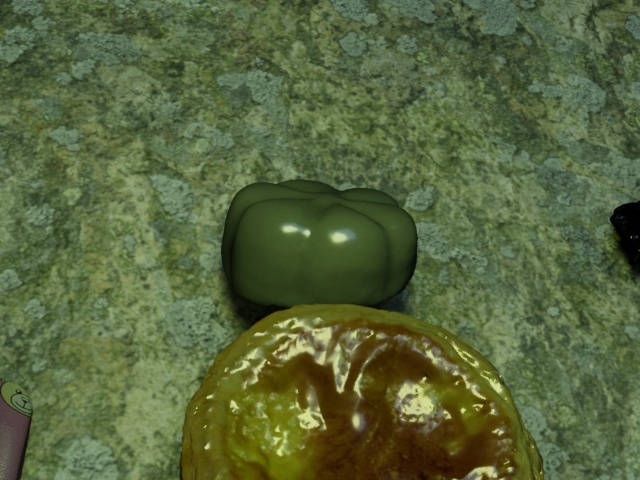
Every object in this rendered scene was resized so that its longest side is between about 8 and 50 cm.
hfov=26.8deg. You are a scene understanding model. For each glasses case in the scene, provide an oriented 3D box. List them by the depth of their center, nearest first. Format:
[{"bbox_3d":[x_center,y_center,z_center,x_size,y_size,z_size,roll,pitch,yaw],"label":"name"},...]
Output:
[{"bbox_3d":[-0.416,0.296,1.558,0.123,0.076,0.316,9,50,-5],"label":"glasses case"}]

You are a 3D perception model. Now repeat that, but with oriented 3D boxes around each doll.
[{"bbox_3d":[0.512,-0.026,2.005,0.127,0.088,0.248,12,37,26],"label":"doll"}]

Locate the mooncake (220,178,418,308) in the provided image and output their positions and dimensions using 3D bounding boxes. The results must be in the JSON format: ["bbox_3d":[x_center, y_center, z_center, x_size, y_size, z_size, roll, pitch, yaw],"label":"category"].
[{"bbox_3d":[0.000,0.000,1.786,0.275,0.135,0.275,4,17,-1],"label":"mooncake"}]

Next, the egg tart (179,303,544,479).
[{"bbox_3d":[0.048,0.283,1.596,0.443,0.178,0.443,6,52,-8],"label":"egg tart"}]
